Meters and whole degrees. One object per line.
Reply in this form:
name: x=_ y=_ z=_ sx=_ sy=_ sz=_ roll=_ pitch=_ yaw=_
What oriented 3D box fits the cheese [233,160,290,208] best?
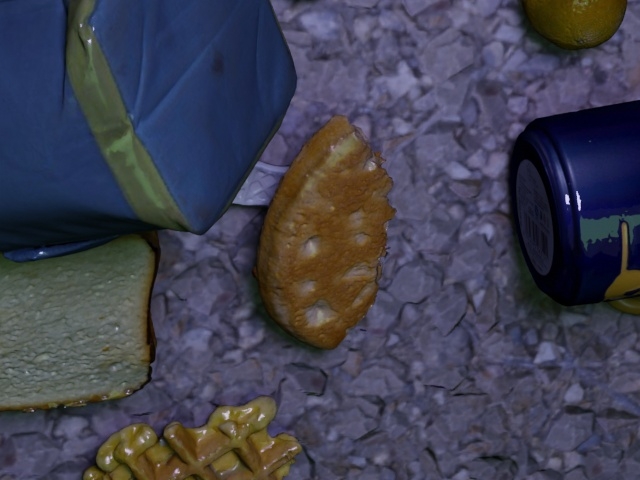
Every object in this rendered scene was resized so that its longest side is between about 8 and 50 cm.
cheese: x=-0.101 y=-0.051 z=1.240 sx=0.235 sy=0.049 sz=0.127 roll=9 pitch=122 yaw=-26

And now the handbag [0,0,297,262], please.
handbag: x=-0.175 y=-0.114 z=1.035 sx=0.241 sy=0.263 sz=0.222 roll=-6 pitch=128 yaw=28

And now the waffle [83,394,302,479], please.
waffle: x=-0.105 y=0.289 z=1.412 sx=0.282 sy=0.058 sz=0.300 roll=-8 pitch=118 yaw=-11

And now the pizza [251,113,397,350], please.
pizza: x=0.000 y=-0.002 z=1.268 sx=0.127 sy=0.058 sz=0.246 roll=-19 pitch=137 yaw=-12

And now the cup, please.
cup: x=0.309 y=-0.005 z=1.299 sx=0.256 sy=0.178 sz=0.255 roll=-10 pitch=117 yaw=-7

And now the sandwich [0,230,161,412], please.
sandwich: x=-0.222 y=0.051 z=1.215 sx=0.186 sy=0.065 sz=0.214 roll=-7 pitch=139 yaw=-10

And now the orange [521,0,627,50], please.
orange: x=0.210 y=-0.198 z=1.228 sx=0.085 sy=0.085 sz=0.095 roll=-30 pitch=130 yaw=2
